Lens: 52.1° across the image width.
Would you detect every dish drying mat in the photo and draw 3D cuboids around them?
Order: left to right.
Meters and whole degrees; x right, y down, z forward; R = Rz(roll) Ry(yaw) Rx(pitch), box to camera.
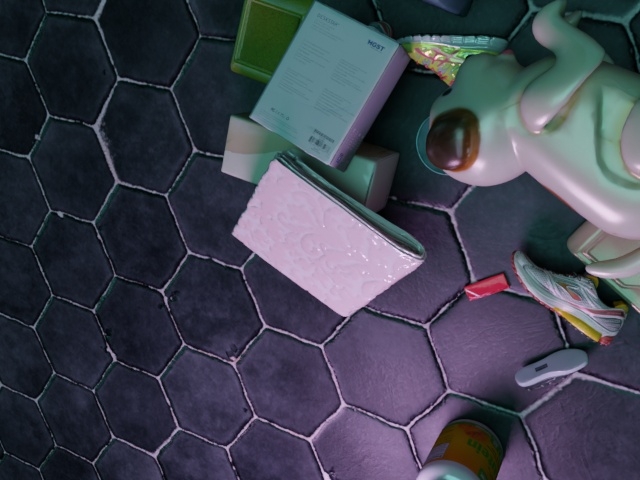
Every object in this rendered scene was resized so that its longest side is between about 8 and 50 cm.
[{"bbox_3d":[0.320,0.090,1.260,0.083,0.008,0.032,-24,93,30],"label":"dish drying mat"}]

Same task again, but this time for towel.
[{"bbox_3d":[0.000,0.000,1.251,0.317,0.053,0.332,37,149,-4],"label":"towel"}]

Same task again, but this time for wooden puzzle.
[{"bbox_3d":[0.576,0.011,1.093,0.238,0.044,0.221,46,119,13],"label":"wooden puzzle"}]

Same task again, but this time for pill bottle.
[{"bbox_3d":[0.262,0.463,1.262,0.137,0.246,0.136,8,108,24],"label":"pill bottle"}]

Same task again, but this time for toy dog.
[{"bbox_3d":[0.373,-0.168,1.017,0.408,0.284,0.395,15,119,23],"label":"toy dog"}]

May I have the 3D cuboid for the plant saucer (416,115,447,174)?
[{"bbox_3d":[0.238,-0.182,1.212,0.119,0.021,0.119,8,109,25],"label":"plant saucer"}]

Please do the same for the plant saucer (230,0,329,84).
[{"bbox_3d":[-0.094,-0.400,1.299,0.188,0.045,0.188,25,114,18],"label":"plant saucer"}]

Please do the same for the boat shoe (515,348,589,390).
[{"bbox_3d":[0.438,0.244,1.230,0.142,0.049,0.040,-28,125,28],"label":"boat shoe"}]

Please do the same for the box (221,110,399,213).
[{"bbox_3d":[-0.020,-0.152,1.280,0.311,0.148,0.121,20,112,18],"label":"box"}]

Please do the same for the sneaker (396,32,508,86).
[{"bbox_3d":[0.218,-0.316,1.149,0.209,0.081,0.094,10,111,23],"label":"sneaker"}]

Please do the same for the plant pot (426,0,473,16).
[{"bbox_3d":[0.163,-0.468,1.042,0.166,0.234,0.165,29,116,17],"label":"plant pot"}]

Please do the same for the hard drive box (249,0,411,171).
[{"bbox_3d":[0.016,-0.265,1.137,0.181,0.089,0.232,34,99,18],"label":"hard drive box"}]

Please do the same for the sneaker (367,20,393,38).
[{"bbox_3d":[0.088,-0.325,1.212,0.057,0.075,0.161,20,113,20],"label":"sneaker"}]

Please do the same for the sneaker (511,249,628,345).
[{"bbox_3d":[0.439,0.084,1.165,0.225,0.088,0.092,36,106,8],"label":"sneaker"}]
